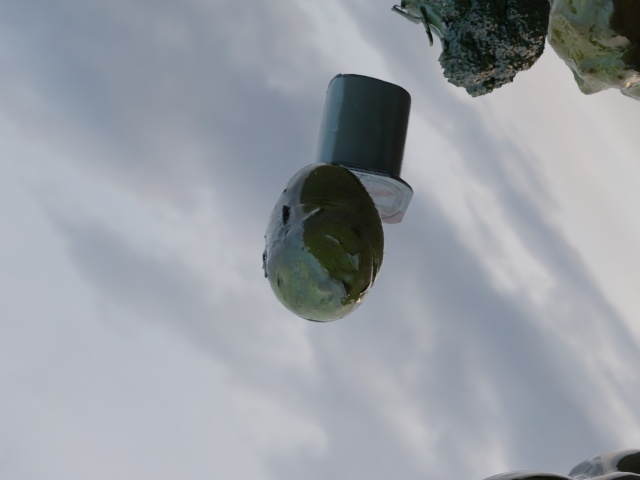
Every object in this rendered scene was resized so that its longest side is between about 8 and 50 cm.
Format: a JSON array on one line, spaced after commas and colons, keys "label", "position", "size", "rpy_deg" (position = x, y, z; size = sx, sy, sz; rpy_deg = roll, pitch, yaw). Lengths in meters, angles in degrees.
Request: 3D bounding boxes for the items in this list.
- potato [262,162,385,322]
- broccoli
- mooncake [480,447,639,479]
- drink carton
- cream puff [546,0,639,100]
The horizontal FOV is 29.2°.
[{"label": "potato", "position": [0.000, 0.000, 1.601], "size": [0.143, 0.169, 0.248], "rpy_deg": [55, -159, -39]}, {"label": "broccoli", "position": [0.275, -0.417, 2.197], "size": [0.283, 0.321, 0.304], "rpy_deg": [18, -167, 35]}, {"label": "mooncake", "position": [0.337, 0.377, 1.340], "size": [0.467, 0.467, 0.262], "rpy_deg": [-3, -94, -64]}, {"label": "drink carton", "position": [0.071, -0.151, 1.973], "size": [0.185, 0.191, 0.190], "rpy_deg": [14, -111, 1]}, {"label": "cream puff", "position": [0.401, -0.315, 1.639], "size": [0.282, 0.185, 0.282], "rpy_deg": [0, -90, -37]}]
